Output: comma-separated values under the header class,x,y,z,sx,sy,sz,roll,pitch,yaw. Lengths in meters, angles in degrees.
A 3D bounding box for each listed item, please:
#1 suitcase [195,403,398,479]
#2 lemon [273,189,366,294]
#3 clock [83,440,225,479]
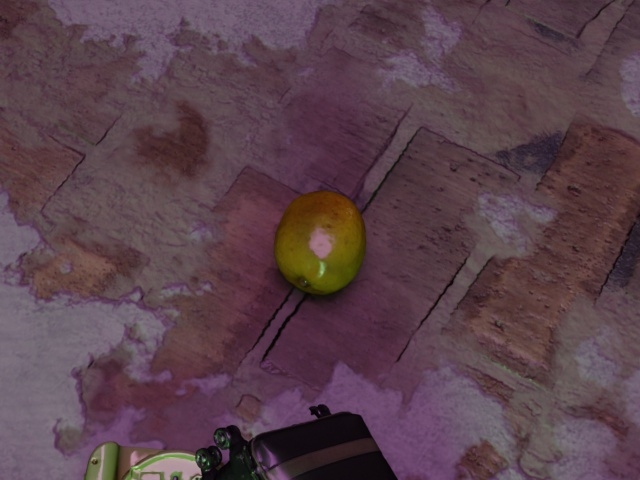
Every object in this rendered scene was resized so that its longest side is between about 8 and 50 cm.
class,x,y,z,sx,sy,sz,roll,pitch,yaw
suitcase,0.024,0.453,1.571,0.283,0.194,0.434,-4,55,-47
lemon,0.000,0.000,1.876,0.170,0.170,0.207,10,55,4
clock,-0.228,0.442,1.664,0.307,0.096,0.235,1,60,-2
